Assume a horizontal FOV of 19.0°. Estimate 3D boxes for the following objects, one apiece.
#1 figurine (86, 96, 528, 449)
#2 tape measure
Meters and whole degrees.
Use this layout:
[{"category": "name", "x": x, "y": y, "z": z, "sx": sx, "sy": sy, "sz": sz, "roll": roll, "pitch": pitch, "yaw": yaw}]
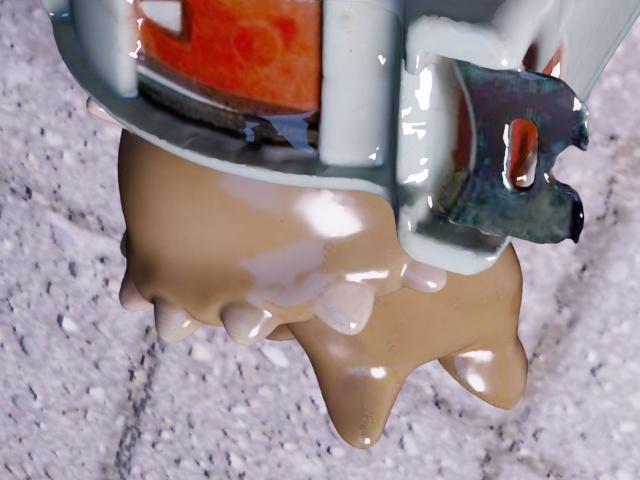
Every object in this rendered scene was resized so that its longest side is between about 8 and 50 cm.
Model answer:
[{"category": "figurine", "x": -0.004, "y": -0.004, "z": 0.854, "sx": 0.177, "sy": 0.173, "sz": 0.247, "roll": 15, "pitch": 129, "yaw": 19}, {"category": "tape measure", "x": 0.016, "y": -0.121, "z": 0.704, "sx": 0.246, "sy": 0.243, "sz": 0.125, "roll": 17, "pitch": 130, "yaw": 16}]
